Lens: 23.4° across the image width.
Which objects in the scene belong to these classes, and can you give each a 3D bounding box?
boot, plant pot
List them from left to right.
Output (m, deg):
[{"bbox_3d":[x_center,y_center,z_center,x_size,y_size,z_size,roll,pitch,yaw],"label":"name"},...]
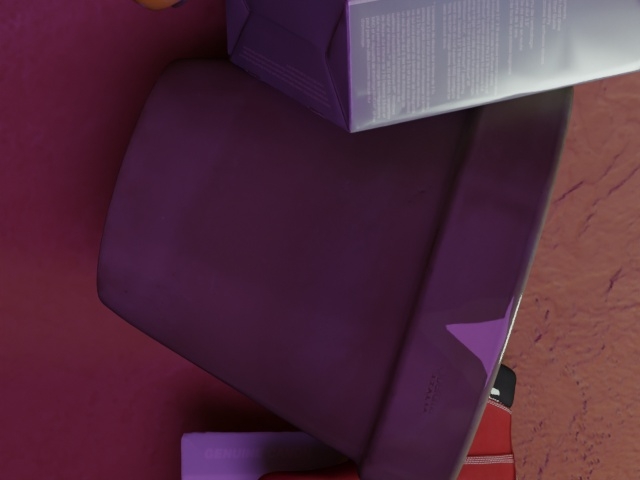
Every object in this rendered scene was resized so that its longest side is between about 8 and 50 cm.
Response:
[{"bbox_3d":[0.000,0.000,1.114,0.280,0.323,0.323,16,112,2],"label":"plant pot"},{"bbox_3d":[0.055,0.155,1.254,0.244,0.088,0.176,7,76,-29],"label":"boot"}]

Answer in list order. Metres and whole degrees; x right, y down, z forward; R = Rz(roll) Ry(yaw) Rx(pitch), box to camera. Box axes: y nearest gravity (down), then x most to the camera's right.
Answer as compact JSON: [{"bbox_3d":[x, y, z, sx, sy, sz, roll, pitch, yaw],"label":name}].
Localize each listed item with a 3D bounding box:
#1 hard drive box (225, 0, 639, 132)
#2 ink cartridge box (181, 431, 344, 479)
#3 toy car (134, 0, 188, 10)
[{"bbox_3d":[0.076,-0.158,1.034,0.232,0.181,0.089,-14,118,-25],"label":"hard drive box"},{"bbox_3d":[0.014,0.354,1.296,0.308,0.091,0.384,3,81,-22],"label":"ink cartridge box"},{"bbox_3d":[-0.011,-0.242,1.116,0.225,0.053,0.239,20,111,-16],"label":"toy car"}]
